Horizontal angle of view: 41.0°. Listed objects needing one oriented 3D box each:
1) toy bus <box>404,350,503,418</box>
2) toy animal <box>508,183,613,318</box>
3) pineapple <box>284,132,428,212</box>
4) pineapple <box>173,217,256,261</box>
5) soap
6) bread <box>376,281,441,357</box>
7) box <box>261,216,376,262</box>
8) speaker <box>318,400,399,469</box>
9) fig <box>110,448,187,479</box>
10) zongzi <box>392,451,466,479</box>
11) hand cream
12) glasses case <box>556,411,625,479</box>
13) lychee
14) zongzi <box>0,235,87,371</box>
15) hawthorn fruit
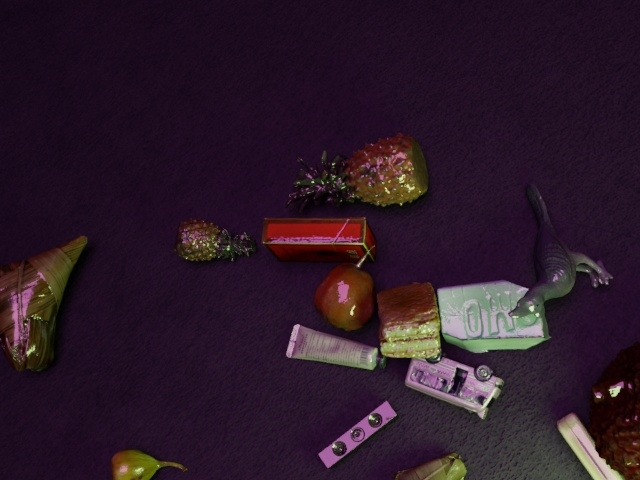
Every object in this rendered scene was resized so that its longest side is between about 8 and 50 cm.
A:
[{"bbox_3d":[0.287,0.302,1.845,0.198,0.096,0.108,18,82,20],"label":"toy bus"},{"bbox_3d":[0.522,0.044,1.850,0.205,0.081,0.367,19,53,-2],"label":"toy animal"},{"bbox_3d":[0.075,-0.144,2.018,0.340,0.169,0.169,-12,70,18],"label":"pineapple"},{"bbox_3d":[-0.252,0.002,2.074,0.197,0.108,0.108,5,74,2],"label":"pineapple"},{"bbox_3d":[0.380,0.164,1.870,0.230,0.091,0.145,-8,71,12],"label":"soap"},{"bbox_3d":[0.190,0.173,1.854,0.138,0.196,0.102,-11,110,9],"label":"bread"},{"bbox_3d":[0.000,0.001,1.978,0.239,0.153,0.074,0,68,13],"label":"box"},{"bbox_3d":[0.084,0.427,1.879,0.191,0.046,0.040,-38,70,-2],"label":"speaker"},{"bbox_3d":[-0.399,0.529,1.961,0.166,0.093,0.093,13,72,-24],"label":"fig"},{"bbox_3d":[0.240,0.526,1.758,0.160,0.079,0.176,-28,29,4],"label":"zongzi"},{"bbox_3d":[0.037,0.251,1.950,0.233,0.050,0.080,10,76,21],"label":"hand cream"},{"bbox_3d":[0.557,0.441,1.742,0.050,0.083,0.196,-39,66,14],"label":"glasses case"},{"bbox_3d":[0.673,0.334,1.648,0.330,0.306,0.306,22,78,-10],"label":"lychee"},{"bbox_3d":[-0.667,0.151,2.108,0.288,0.134,0.286,-25,75,-3],"label":"zongzi"},{"bbox_3d":[0.056,0.110,1.929,0.149,0.149,0.189,0,80,13],"label":"hawthorn fruit"}]
